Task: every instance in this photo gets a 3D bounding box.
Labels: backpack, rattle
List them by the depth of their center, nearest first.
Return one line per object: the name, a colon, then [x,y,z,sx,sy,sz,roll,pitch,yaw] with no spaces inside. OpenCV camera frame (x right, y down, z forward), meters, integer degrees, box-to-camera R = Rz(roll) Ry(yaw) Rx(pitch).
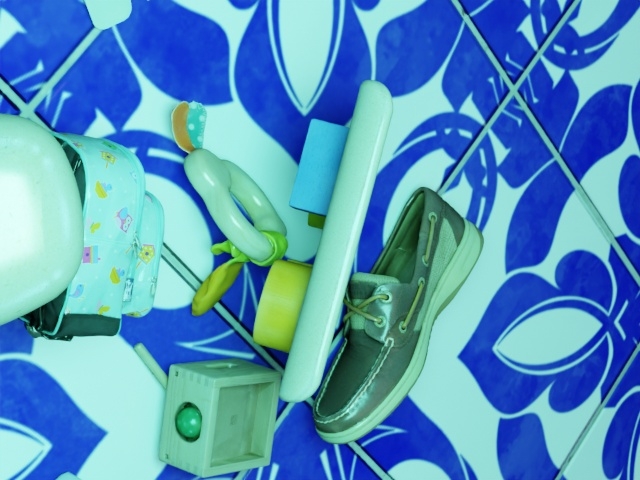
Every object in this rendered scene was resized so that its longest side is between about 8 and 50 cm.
backpack: [-0.237,-0.011,1.271,0.144,0.166,0.188,-3,104,-40]
rattle: [-0.137,-0.039,1.437,0.200,0.142,0.130,46,36,-20]

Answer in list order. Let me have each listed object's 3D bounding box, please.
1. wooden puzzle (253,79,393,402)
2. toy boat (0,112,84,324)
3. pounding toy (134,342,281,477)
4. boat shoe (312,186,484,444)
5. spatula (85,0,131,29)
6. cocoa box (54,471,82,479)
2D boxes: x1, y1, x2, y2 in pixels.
wooden puzzle: [0.000,0.000,1.409,0.080,0.348,0.322,15,89,1]
toy boat: [-0.325,0.055,1.085,0.267,0.148,0.318,-9,99,-21]
pounding toy: [-0.130,0.183,1.457,0.141,0.100,0.130,0,99,-50]
boat shoe: [0.073,0.082,1.582,0.123,0.123,0.342,46,66,-28]
spatula: [-0.194,-0.349,1.311,0.168,0.019,0.242,-33,129,-27]
cocoa box: [-0.196,0.423,1.274,0.231,0.347,0.228,-41,123,-26]
